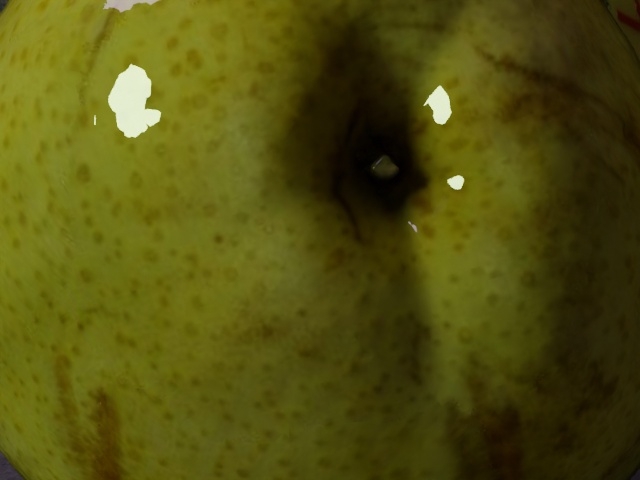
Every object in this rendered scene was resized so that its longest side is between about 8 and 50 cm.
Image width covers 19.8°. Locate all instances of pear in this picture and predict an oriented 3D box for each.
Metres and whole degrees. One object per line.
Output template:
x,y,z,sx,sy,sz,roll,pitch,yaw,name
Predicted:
0.000,0.000,0.710,0.314,0.314,0.314,-21,0,0,pear

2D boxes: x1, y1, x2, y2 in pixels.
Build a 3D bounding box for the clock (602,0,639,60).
0.167,-0.056,0.706,0.071,0.277,0.293,-17,-6,-12,clock
